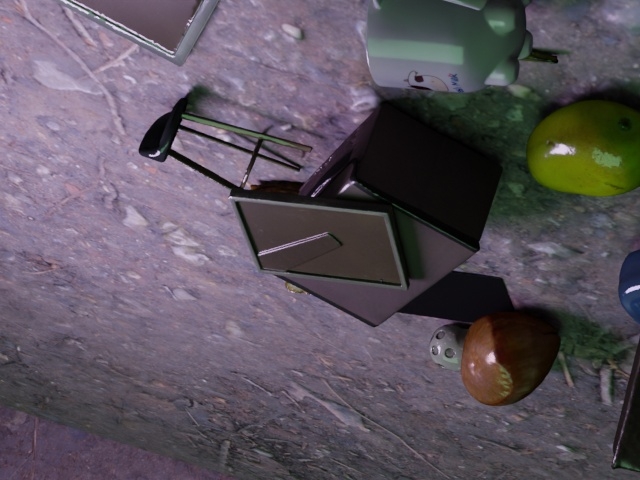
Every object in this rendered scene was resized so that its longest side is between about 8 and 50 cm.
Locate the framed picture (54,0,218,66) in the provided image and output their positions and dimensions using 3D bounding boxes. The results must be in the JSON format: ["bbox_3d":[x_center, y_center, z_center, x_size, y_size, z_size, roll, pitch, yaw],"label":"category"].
[{"bbox_3d":[-0.261,-0.324,1.419,0.293,0.018,0.231,27,154,-11],"label":"framed picture"}]

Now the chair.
[{"bbox_3d":[-0.127,-0.124,1.627,0.221,0.104,0.095,18,131,-3],"label":"chair"}]

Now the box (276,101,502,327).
[{"bbox_3d":[0.077,-0.029,1.539,0.188,0.153,0.252,29,143,-11],"label":"box"}]

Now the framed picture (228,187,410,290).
[{"bbox_3d":[0.000,0.000,1.473,0.203,0.015,0.150,6,142,21],"label":"framed picture"}]

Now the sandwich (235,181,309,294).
[{"bbox_3d":[-0.001,0.004,1.787,0.186,0.065,0.215,6,148,26],"label":"sandwich"}]

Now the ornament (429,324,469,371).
[{"bbox_3d":[0.250,0.181,1.947,0.156,0.075,0.081,22,111,-1],"label":"ornament"}]

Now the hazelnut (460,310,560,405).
[{"bbox_3d":[0.288,0.177,1.837,0.150,0.150,0.150,17,154,9],"label":"hazelnut"}]

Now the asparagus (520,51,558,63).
[{"bbox_3d":[0.178,-0.203,1.328,0.166,0.013,0.016,9,-167,25],"label":"asparagus"}]

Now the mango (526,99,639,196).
[{"bbox_3d":[0.294,-0.100,1.352,0.163,0.089,0.117,-5,144,43],"label":"mango"}]

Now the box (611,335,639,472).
[{"bbox_3d":[0.479,0.229,1.639,0.143,0.184,0.273,13,179,14],"label":"box"}]

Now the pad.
[{"bbox_3d":[0.167,0.080,1.887,0.264,0.009,0.159,7,150,24],"label":"pad"}]

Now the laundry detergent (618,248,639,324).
[{"bbox_3d":[0.502,0.044,1.467,0.143,0.094,0.290,34,152,-22],"label":"laundry detergent"}]

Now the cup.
[{"bbox_3d":[0.128,-0.225,1.194,0.141,0.134,0.173,9,143,21],"label":"cup"}]
